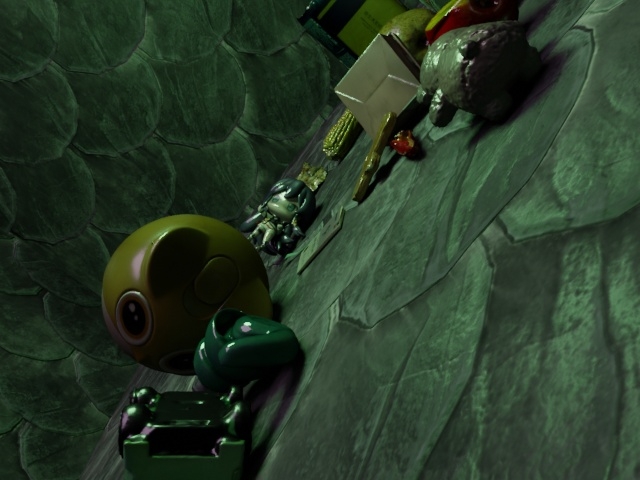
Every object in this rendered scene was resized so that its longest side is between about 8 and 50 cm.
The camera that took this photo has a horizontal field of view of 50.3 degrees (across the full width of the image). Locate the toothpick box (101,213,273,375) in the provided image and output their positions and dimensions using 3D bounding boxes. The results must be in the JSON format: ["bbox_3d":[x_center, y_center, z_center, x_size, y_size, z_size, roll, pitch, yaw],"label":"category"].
[{"bbox_3d":[-0.335,0.139,1.703,0.409,0.409,0.425,-58,17,-24],"label":"toothpick box"}]

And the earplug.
[{"bbox_3d":[-0.154,0.227,1.332,0.280,0.164,0.257,-46,20,29],"label":"earplug"}]

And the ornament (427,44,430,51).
[{"bbox_3d":[0.361,-0.542,1.704,0.285,0.120,0.130,-45,33,43],"label":"ornament"}]

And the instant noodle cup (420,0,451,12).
[{"bbox_3d":[0.383,-0.743,1.866,0.296,0.296,0.214,-47,20,26],"label":"instant noodle cup"}]

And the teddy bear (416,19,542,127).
[{"bbox_3d":[0.275,-0.309,1.242,0.236,0.151,0.267,-51,12,1],"label":"teddy bear"}]

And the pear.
[{"bbox_3d":[0.266,-0.550,1.920,0.228,0.188,0.211,-24,21,-1],"label":"pear"}]

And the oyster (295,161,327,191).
[{"bbox_3d":[-0.056,-0.201,2.475,0.214,0.083,0.223,-59,19,-19],"label":"oyster"}]

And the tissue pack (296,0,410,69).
[{"bbox_3d":[0.152,-0.705,2.283,0.253,0.416,0.264,-52,11,1],"label":"tissue pack"}]

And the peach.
[{"bbox_3d":[0.319,-0.458,1.499,0.154,0.159,0.267,-45,10,-16],"label":"peach"}]

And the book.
[{"bbox_3d":[0.000,0.000,1.771,0.182,0.014,0.127,-49,11,23],"label":"book"}]

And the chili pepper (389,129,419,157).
[{"bbox_3d":[0.198,-0.222,1.571,0.059,0.051,0.268,-25,16,3],"label":"chili pepper"}]

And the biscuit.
[{"bbox_3d":[0.132,-0.204,1.684,0.153,0.030,0.234,-85,17,-82],"label":"biscuit"}]

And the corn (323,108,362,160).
[{"bbox_3d":[0.105,-0.407,2.415,0.320,0.097,0.097,-56,11,-26],"label":"corn"}]

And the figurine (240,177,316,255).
[{"bbox_3d":[-0.125,-0.067,2.106,0.265,0.175,0.197,-46,6,-4],"label":"figurine"}]

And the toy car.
[{"bbox_3d":[-0.230,0.353,1.166,0.358,0.213,0.177,173,99,-79],"label":"toy car"}]

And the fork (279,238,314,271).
[{"bbox_3d":[-0.062,0.025,1.930,0.235,0.021,0.039,-43,18,44],"label":"fork"}]

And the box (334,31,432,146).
[{"bbox_3d":[0.167,-0.394,1.774,0.086,0.215,0.215,-9,-31,-52],"label":"box"}]
